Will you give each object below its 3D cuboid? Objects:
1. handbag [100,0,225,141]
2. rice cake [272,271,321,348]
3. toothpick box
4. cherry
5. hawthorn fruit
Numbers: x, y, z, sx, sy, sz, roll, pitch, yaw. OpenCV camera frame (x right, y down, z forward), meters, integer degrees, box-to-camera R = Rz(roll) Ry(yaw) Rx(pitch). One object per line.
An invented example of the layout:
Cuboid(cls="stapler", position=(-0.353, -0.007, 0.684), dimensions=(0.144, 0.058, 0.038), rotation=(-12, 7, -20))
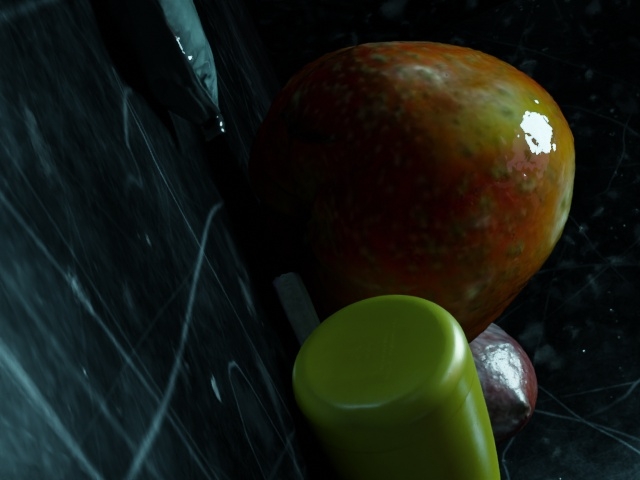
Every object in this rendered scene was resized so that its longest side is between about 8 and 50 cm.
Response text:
Cuboid(cls="handbag", position=(-0.173, -0.257, 1.132), dimensions=(0.191, 0.075, 0.332), rotation=(67, -2, -75))
Cuboid(cls="rice cake", position=(-0.003, 0.133, 1.400), dimensions=(0.207, 0.036, 0.047), rotation=(67, 12, 9))
Cuboid(cls="toothpick box", position=(0.091, 0.203, 1.241), dimensions=(0.175, 0.175, 0.271), rotation=(-109, 177, -52))
Cuboid(cls="cherry", position=(0.163, 0.198, 1.606), dimensions=(0.300, 0.230, 0.203), rotation=(-9, -87, 54))
Cuboid(cls="hawthorn fruit", position=(0.124, -0.070, 1.489), dimensions=(0.403, 0.403, 0.403), rotation=(-23, 90, -87))
